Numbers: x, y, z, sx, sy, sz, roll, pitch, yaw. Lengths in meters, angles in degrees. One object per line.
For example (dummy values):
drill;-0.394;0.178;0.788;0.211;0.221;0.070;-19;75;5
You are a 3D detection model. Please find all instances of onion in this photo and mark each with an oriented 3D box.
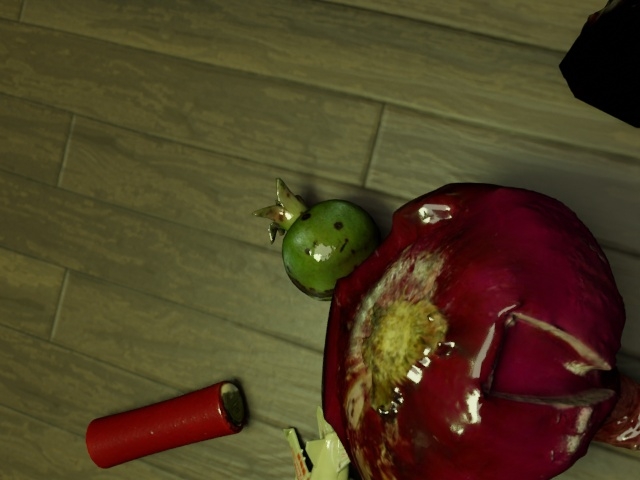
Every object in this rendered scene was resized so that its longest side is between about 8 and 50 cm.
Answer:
onion;0.229;0.142;1.058;0.420;0.398;0.398;13;94;-24

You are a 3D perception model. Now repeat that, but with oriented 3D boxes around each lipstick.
lipstick;-0.227;0.271;1.307;0.241;0.080;0.080;-19;82;18

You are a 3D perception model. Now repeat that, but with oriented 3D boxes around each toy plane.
toy plane;0.007;0.355;1.200;0.229;0.092;0.244;35;125;55

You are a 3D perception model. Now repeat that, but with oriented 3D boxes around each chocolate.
chocolate;0.428;-0.261;1.053;0.206;0.224;0.177;25;71;-5

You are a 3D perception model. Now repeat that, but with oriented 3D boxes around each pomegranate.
pomegranate;-0.002;0.007;1.206;0.169;0.148;0.148;21;95;29
